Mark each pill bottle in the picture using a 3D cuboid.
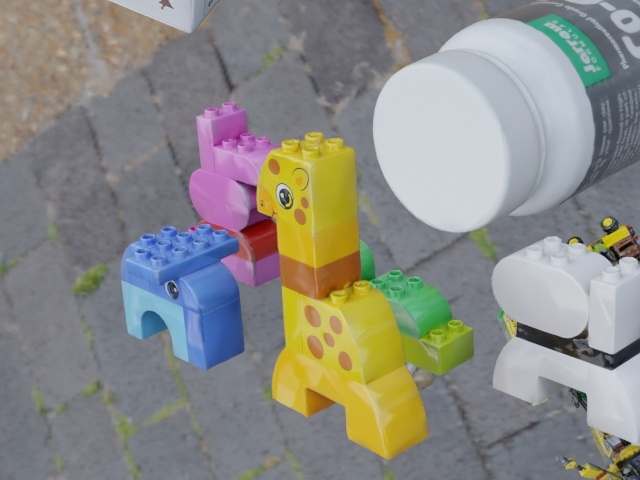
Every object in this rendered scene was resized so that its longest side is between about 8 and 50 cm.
[{"bbox_3d":[0.237,-0.146,1.296,0.204,0.361,0.204,25,127,38],"label":"pill bottle"}]

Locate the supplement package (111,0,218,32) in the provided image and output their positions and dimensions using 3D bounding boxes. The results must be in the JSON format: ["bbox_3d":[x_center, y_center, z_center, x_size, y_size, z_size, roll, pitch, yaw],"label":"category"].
[{"bbox_3d":[-0.091,-0.240,0.570,0.194,0.149,0.203,24,53,10],"label":"supplement package"}]

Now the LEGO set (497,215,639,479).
[{"bbox_3d":[0.330,0.150,1.159,0.255,0.331,0.192,-26,40,9],"label":"LEGO set"}]

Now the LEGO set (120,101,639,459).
[{"bbox_3d":[0.000,0.000,0.426,0.227,0.087,0.093,19,122,42],"label":"LEGO set"}]

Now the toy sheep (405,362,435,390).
[{"bbox_3d":[0.074,0.134,1.456,0.132,0.091,0.091,29,100,8],"label":"toy sheep"}]
